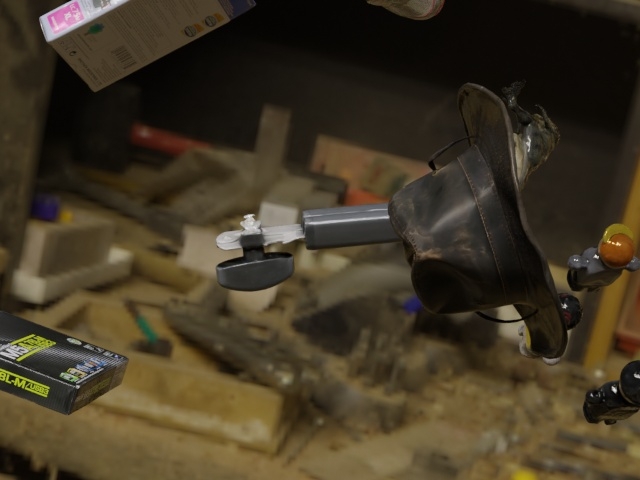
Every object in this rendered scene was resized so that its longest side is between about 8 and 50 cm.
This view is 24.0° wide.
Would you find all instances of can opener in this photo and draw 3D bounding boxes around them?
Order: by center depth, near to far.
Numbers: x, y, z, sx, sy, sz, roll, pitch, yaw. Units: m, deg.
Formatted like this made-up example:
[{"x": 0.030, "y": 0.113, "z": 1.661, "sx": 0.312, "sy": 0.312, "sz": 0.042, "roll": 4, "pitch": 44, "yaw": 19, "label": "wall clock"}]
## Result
[{"x": 0.000, "y": 0.000, "z": 1.955, "sx": 0.280, "sy": 0.093, "sz": 0.074, "roll": -10, "pitch": 17, "yaw": -2, "label": "can opener"}]

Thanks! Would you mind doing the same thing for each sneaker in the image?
[{"x": 0.070, "y": -0.405, "z": 2.294, "sx": 0.252, "sy": 0.103, "sz": 0.111, "roll": 27, "pitch": 37, "yaw": -3, "label": "sneaker"}]

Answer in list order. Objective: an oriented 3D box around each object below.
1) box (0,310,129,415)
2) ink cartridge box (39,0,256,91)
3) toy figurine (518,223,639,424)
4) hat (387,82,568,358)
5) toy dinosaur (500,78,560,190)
[{"x": -0.349, "y": 0.145, "z": 1.822, "sx": 0.184, "sy": 0.045, "sz": 0.191, "roll": 22, "pitch": 10, "yaw": 9, "label": "box"}, {"x": -0.272, "y": -0.366, "z": 2.408, "sx": 0.311, "sy": 0.065, "sz": 0.186, "roll": -25, "pitch": -25, "yaw": 5, "label": "ink cartridge box"}, {"x": 0.383, "y": 0.111, "z": 1.950, "sx": 0.209, "sy": 0.148, "sz": 0.213, "roll": 46, "pitch": 63, "yaw": 6, "label": "toy figurine"}, {"x": 0.144, "y": -0.007, "z": 1.565, "sx": 0.134, "sy": 0.331, "sz": 0.331, "roll": -15, "pitch": 17, "yaw": -1, "label": "hat"}, {"x": 0.249, "y": -0.128, "z": 1.925, "sx": 0.064, "sy": 0.118, "sz": 0.268, "roll": -21, "pitch": 19, "yaw": 35, "label": "toy dinosaur"}]
